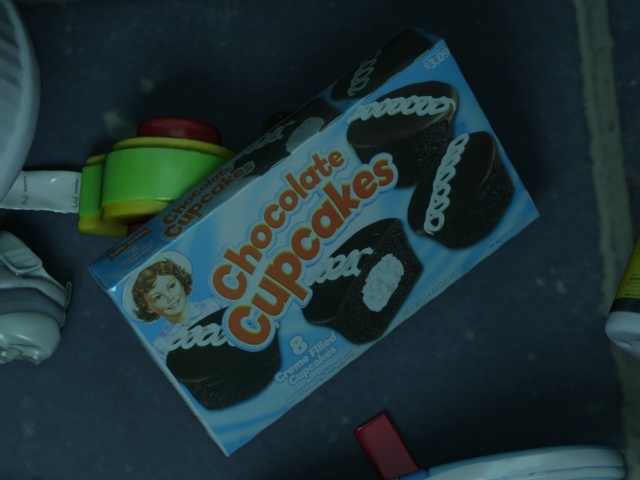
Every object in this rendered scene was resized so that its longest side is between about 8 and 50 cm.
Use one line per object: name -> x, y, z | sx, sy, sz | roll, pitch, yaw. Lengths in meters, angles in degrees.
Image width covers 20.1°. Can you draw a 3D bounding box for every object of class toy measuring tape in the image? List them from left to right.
toy measuring tape -> -0.181, -0.046, 1.447 | 0.330, 0.121, 0.121 | 5, 77, 0

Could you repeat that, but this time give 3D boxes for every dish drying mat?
dish drying mat -> 0.061, 0.181, 1.455 | 0.032, 0.008, 0.083 | -31, 81, -5

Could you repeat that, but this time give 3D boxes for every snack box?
snack box -> 0.000, 0.000, 1.416 | 0.322, 0.060, 0.187 | -37, 120, -8

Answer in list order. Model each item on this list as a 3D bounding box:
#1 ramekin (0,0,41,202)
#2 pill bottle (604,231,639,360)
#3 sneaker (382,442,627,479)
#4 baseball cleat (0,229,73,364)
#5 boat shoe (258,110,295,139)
ramekin -> -0.355, -0.117, 1.350 | 0.273, 0.127, 0.272 | -4, 75, 15
pill bottle -> 0.316, 0.000, 1.443 | 0.119, 0.119, 0.208 | 23, 78, 4
sneaker -> 0.096, 0.277, 1.372 | 0.319, 0.127, 0.208 | -16, 78, 8
baseball cleat -> -0.303, 0.037, 1.459 | 0.206, 0.072, 0.109 | 15, 64, -2
boat shoe -> 0.024, -0.069, 1.497 | 0.153, 0.048, 0.056 | 8, 65, -6
